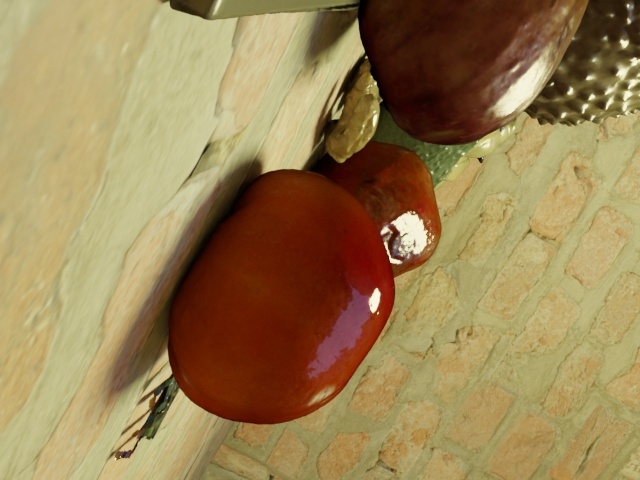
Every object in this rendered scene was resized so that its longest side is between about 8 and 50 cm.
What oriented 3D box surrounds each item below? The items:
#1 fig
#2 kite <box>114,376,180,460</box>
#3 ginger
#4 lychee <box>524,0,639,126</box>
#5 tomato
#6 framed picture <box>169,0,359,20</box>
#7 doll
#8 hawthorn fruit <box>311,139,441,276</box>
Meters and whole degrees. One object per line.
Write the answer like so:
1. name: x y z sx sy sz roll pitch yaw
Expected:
1. fig: 0.140 -0.220 0.727 0.263 0.224 0.224 -65 177 6
2. kite: -0.188 0.196 0.913 0.141 0.015 0.245 -63 178 2
3. ginger: 0.067 -0.206 1.039 0.149 0.065 0.258 -45 -164 49
4. lychee: 0.327 -0.330 0.937 0.432 0.380 0.380 14 109 -48
5. tomato: -0.030 0.059 0.728 0.260 0.180 0.260 -55 169 -16
6. framed picture: 0.078 -0.322 0.385 0.446 0.028 0.326 -62 177 23
7. doll: 0.235 -0.226 1.513 0.349 0.247 0.247 -47 -172 44
8. hawthorn fruit: 0.062 -0.037 1.119 0.224 0.224 0.261 -62 164 21
